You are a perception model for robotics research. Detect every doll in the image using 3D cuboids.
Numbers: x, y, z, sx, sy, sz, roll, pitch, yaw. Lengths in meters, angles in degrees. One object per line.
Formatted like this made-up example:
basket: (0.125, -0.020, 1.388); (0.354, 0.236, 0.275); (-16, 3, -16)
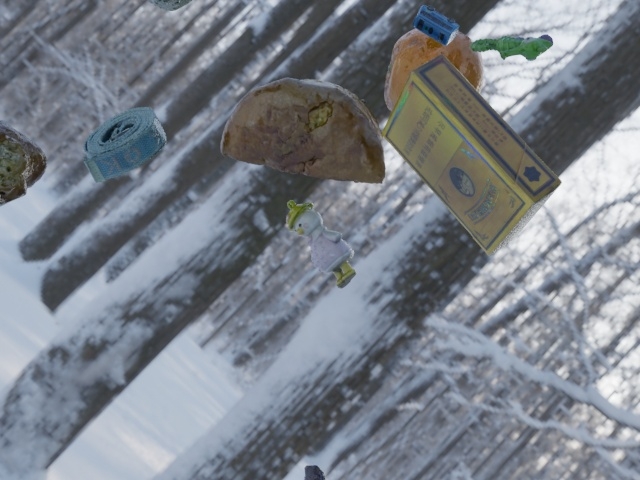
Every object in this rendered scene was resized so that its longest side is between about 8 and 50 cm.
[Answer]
doll: (0.000, 0.000, 1.932); (0.207, 0.081, 0.129); (52, -33, 7)
doll: (0.401, -0.407, 2.000); (0.190, 0.115, 0.050); (18, -60, 48)

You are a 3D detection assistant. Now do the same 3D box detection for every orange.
orange: (0.275, -0.386, 2.301); (0.261, 0.261, 0.261); (43, -8, 8)

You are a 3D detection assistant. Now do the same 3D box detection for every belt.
belt: (-0.397, -0.197, 1.934); (0.148, 0.163, 0.082); (-113, -178, -54)

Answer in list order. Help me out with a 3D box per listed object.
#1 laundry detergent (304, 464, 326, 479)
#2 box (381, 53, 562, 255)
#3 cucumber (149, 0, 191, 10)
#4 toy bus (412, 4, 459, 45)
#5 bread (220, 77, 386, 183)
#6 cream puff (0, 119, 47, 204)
laundry detergent: (-0.010, 0.507, 1.669); (0.144, 0.078, 0.222); (-23, -108, 49)
box: (0.249, -0.143, 1.623); (0.301, 0.084, 0.193); (50, -26, 14)
cucumber: (-0.288, -0.500, 1.744); (0.134, 0.134, 0.244); (45, 3, -9)
toy bus: (0.217, -0.407, 1.798); (0.083, 0.046, 0.038); (34, -36, 10)
bread: (-0.016, -0.230, 1.884); (0.340, 0.179, 0.194); (13, 16, 16)
cream puff: (-0.568, -0.099, 1.469); (0.269, 0.241, 0.155); (-27, 100, -80)
